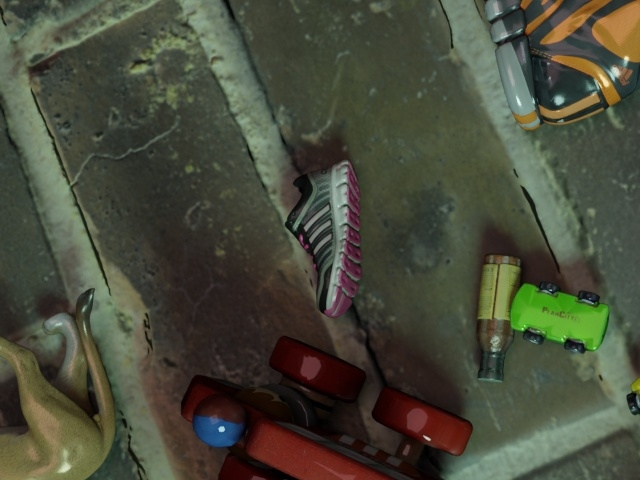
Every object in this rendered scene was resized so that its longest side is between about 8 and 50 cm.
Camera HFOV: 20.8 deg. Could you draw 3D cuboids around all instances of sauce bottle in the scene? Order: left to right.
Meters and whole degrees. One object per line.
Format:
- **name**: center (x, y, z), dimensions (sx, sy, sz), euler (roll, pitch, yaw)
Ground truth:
- **sauce bottle**: center (0.177, 0.078, 1.762), dimensions (0.042, 0.042, 0.128), euler (6, 82, 20)

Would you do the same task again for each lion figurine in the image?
- **lion figurine**: center (-0.347, 0.247, 1.864), dimensions (0.392, 0.142, 0.240), euler (-35, 78, 6)

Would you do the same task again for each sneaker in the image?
- **sneaker**: center (0.000, 0.000, 1.829), dimensions (0.075, 0.063, 0.170), euler (-4, 73, 18)
- **sneaker**: center (0.249, -0.282, 1.777), dimensions (0.180, 0.124, 0.321), euler (-15, 86, 12)

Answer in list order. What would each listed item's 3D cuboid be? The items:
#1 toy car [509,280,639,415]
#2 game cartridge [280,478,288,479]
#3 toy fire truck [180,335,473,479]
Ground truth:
- **toy car**: center (0.298, 0.091, 1.711), dimensions (0.225, 0.053, 0.239), euler (15, 84, 22)
- **game cartridge**: center (-0.003, 0.353, 1.641), dimensions (0.198, 0.062, 0.297), euler (-17, 116, 49)
- **toy fire truck**: center (-0.006, 0.199, 1.688), dimensions (0.302, 0.254, 0.169), euler (24, 88, 22)
